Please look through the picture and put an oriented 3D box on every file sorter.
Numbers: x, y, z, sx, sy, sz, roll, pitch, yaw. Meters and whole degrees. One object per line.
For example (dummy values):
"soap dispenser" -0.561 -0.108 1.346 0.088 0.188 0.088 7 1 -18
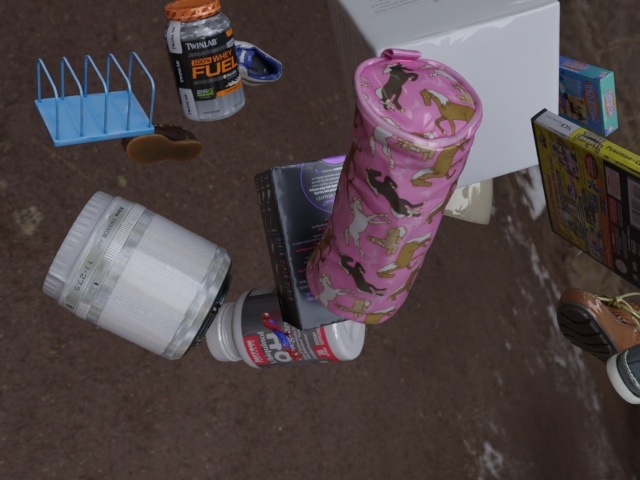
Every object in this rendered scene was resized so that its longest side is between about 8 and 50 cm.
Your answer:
"file sorter" -0.378 -0.244 1.188 0.170 0.105 0.118 -14 51 -30

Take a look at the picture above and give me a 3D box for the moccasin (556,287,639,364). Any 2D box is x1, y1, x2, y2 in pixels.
"moccasin" 0.617 0.178 1.479 0.380 0.139 0.147 30 82 -34

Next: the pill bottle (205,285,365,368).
"pill bottle" -0.079 0.181 1.516 0.176 0.318 0.176 -10 90 -66

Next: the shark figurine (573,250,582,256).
"shark figurine" 0.689 -0.002 1.602 0.116 0.166 0.278 48 39 10

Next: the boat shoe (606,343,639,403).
"boat shoe" 0.593 0.191 1.146 0.319 0.099 0.116 -3 60 -37

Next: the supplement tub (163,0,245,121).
"supplement tub" -0.200 -0.311 1.209 0.117 0.116 0.190 -63 150 -52

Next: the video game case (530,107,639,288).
"video game case" 0.444 -0.051 1.101 0.248 0.035 0.275 44 -12 45

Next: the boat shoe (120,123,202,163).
"boat shoe" -0.326 -0.199 1.412 0.073 0.073 0.207 49 22 17

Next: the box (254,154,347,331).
"box" 0.000 0.000 1.207 0.143 0.165 0.271 180 -101 -74

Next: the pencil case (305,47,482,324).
"pencil case" 0.082 -0.054 0.918 0.167 0.386 0.160 35 53 15

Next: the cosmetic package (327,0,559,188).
"cosmetic package" 0.231 -0.340 1.400 0.394 0.327 0.330 -110 -176 -51

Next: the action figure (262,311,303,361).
"action figure" -0.073 0.170 1.285 0.115 0.030 0.038 42 -2 35

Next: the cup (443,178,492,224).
"cup" 0.343 -0.204 1.972 0.331 0.331 0.237 1 108 -59

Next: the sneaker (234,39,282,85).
"sneaker" -0.223 -0.458 1.714 0.296 0.131 0.112 9 93 -39

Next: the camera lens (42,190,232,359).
"camera lens" -0.308 0.064 1.235 0.274 0.219 0.219 28 42 -11

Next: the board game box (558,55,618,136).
"board game box" 0.635 -0.365 1.754 0.210 0.047 0.160 43 -19 50
